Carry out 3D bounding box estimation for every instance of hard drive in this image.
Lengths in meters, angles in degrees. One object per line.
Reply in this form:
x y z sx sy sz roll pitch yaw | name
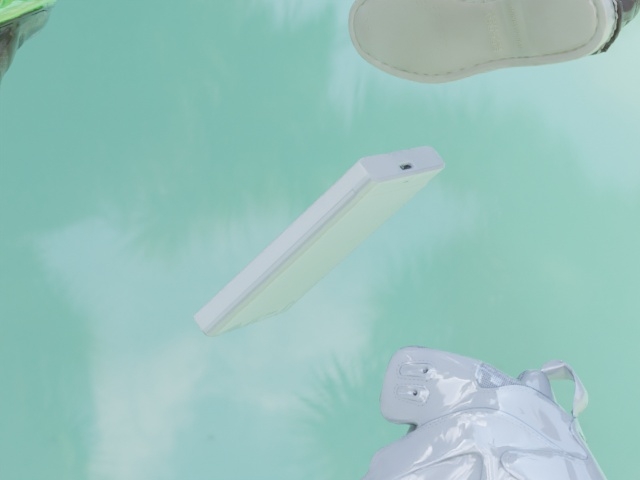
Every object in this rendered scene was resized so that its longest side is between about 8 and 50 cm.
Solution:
0.000 0.000 1.675 0.040 0.307 0.203 53 28 12 | hard drive

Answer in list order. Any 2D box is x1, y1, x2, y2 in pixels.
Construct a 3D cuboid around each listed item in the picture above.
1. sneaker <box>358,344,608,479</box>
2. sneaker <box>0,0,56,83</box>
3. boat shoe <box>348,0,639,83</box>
0.042 0.207 0.974 0.365 0.137 0.210 -15 51 11 | sneaker
-0.506 -0.206 1.787 0.185 0.202 0.483 16 42 13 | sneaker
0.177 -0.234 1.429 0.324 0.117 0.096 1 19 41 | boat shoe
